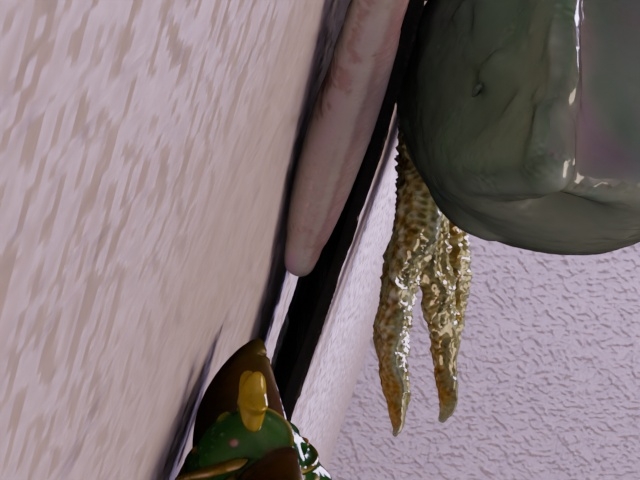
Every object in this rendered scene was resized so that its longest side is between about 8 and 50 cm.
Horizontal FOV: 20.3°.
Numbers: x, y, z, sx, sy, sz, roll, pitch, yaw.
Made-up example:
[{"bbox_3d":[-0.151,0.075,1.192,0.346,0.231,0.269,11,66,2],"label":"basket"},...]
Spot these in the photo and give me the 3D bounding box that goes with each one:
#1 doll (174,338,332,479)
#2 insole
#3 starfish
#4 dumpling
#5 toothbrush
[{"bbox_3d":[-0.029,0.087,0.506,0.078,0.076,0.113,-108,178,-53],"label":"doll"},{"bbox_3d":[0.000,0.000,0.650,0.110,0.012,0.309,-89,-164,-64],"label":"insole"},{"bbox_3d":[0.084,-0.050,1.169,0.347,0.078,0.358,86,24,-58],"label":"starfish"},{"bbox_3d":[0.069,-0.063,0.599,0.105,0.149,0.217,-29,-177,7],"label":"dumpling"},{"bbox_3d":[0.015,-0.076,0.483,0.307,0.029,0.025,108,2,-55],"label":"toothbrush"}]
